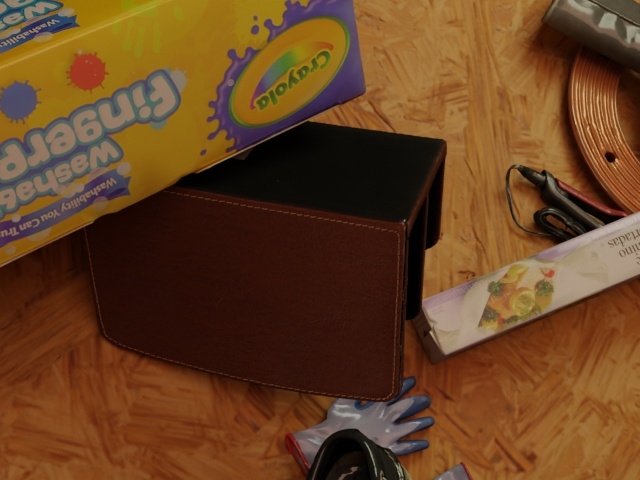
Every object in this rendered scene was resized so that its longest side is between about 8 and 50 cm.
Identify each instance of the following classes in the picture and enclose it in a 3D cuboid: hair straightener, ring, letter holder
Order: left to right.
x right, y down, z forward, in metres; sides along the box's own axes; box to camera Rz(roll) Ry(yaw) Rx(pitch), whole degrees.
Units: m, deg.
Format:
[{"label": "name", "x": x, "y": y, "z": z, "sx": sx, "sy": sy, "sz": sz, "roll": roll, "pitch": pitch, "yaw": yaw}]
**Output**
[{"label": "letter holder", "x": -0.050, "y": 0.011, "z": 0.964, "sx": 0.302, "sy": 0.214, "sz": 0.152, "roll": 10, "pitch": 35, "yaw": 15}, {"label": "hair straightener", "x": 0.300, "y": -0.009, "z": 1.144, "sx": 0.230, "sy": 0.047, "sz": 0.089, "roll": 33, "pitch": 66, "yaw": -4}, {"label": "ring", "x": 0.451, "y": -0.140, "z": 1.243, "sx": 0.337, "sy": 0.032, "sz": 0.336, "roll": 5, "pitch": 69, "yaw": -14}]

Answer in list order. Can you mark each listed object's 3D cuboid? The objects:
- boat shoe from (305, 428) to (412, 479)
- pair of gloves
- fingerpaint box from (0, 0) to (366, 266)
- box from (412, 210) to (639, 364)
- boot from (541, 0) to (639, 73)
[{"label": "boat shoe", "x": 0.006, "y": 0.307, "z": 0.844, "sx": 0.127, "sy": 0.113, "sz": 0.340, "roll": 2, "pitch": 49, "yaw": 25}, {"label": "pair of gloves", "x": 0.066, "y": 0.232, "z": 1.011, "sx": 0.159, "sy": 0.023, "sz": 0.198, "roll": -24, "pitch": 77, "yaw": -19}, {"label": "fingerpaint box", "x": -0.249, "y": -0.170, "z": 0.896, "sx": 0.445, "sy": 0.163, "sz": 0.371, "roll": -28, "pitch": 40, "yaw": -21}, {"label": "box", "x": 0.253, "y": 0.039, "z": 1.078, "sx": 0.324, "sy": 0.067, "sz": 0.063, "roll": -21, "pitch": 79, "yaw": -11}, {"label": "boot", "x": 0.353, "y": -0.215, "z": 1.188, "sx": 0.208, "sy": 0.076, "sz": 0.189, "roll": 31, "pitch": 51, "yaw": -9}]
